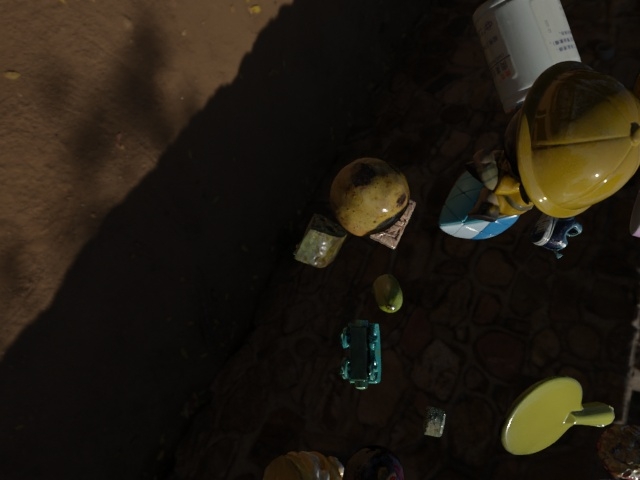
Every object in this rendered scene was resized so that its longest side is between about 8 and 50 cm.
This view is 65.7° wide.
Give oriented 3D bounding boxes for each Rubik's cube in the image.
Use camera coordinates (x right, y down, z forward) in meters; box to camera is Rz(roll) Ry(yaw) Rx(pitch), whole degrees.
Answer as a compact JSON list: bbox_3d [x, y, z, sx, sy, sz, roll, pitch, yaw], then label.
[{"bbox_3d":[0.487,-0.085,1.536,0.254,0.254,0.254,-26,121,-55],"label":"Rubik's cube"}]

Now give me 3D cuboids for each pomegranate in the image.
[{"bbox_3d":[0.165,-0.150,1.691,0.281,0.281,0.281,-26,121,-55],"label":"pomegranate"}]

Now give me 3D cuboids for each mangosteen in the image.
[{"bbox_3d":[0.127,0.540,1.112,0.152,0.152,0.152,-26,121,-55],"label":"mangosteen"}]

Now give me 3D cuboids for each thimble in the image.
[{"bbox_3d":[0.378,0.601,1.651,0.084,0.062,0.110,-73,168,-49],"label":"thimble"}]

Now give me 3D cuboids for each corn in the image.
[{"bbox_3d":[0.496,0.324,0.765,0.237,0.079,0.079,21,80,-43],"label":"corn"}]

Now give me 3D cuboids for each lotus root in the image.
[{"bbox_3d":[0.000,0.000,1.527,0.235,0.138,0.119,-57,168,-74],"label":"lotus root"}]

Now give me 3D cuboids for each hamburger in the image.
[{"bbox_3d":[-0.033,0.796,1.547,0.237,0.276,0.276,14,86,-34],"label":"hamburger"}]

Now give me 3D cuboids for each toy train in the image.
[{"bbox_3d":[0.126,0.339,1.496,0.163,0.112,0.203,28,62,-70],"label":"toy train"}]

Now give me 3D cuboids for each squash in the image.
[{"bbox_3d":[0.276,0.224,2.019,0.186,0.123,0.123,-94,-179,-69],"label":"squash"}]

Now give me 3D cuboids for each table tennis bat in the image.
[{"bbox_3d":[0.573,0.415,1.185,0.369,0.054,0.224,9,110,-27],"label":"table tennis bat"}]

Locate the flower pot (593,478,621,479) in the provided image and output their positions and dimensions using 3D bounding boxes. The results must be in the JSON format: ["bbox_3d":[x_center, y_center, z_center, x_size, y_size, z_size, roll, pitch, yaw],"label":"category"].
[{"bbox_3d":[0.832,0.847,1.391,0.243,0.265,0.265,-77,156,-45],"label":"flower pot"}]

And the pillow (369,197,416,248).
[{"bbox_3d":[0.285,-0.087,1.938,0.232,0.126,0.043,-62,-172,-16],"label":"pillow"}]

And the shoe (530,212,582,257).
[{"bbox_3d":[0.687,-0.051,1.410,0.207,0.106,0.091,-55,180,-16],"label":"shoe"}]

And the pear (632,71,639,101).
[{"bbox_3d":[0.652,-0.246,0.790,0.281,0.281,0.280,-26,121,-55],"label":"pear"}]

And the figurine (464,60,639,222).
[{"bbox_3d":[0.306,-0.113,0.660,0.257,0.167,0.192,111,3,-77],"label":"figurine"}]

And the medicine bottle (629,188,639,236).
[{"bbox_3d":[1.087,-0.075,1.400,0.256,0.325,0.256,-46,145,-47],"label":"medicine bottle"}]

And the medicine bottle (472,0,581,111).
[{"bbox_3d":[0.505,-0.418,1.177,0.190,0.190,0.332,-19,90,-57],"label":"medicine bottle"}]
